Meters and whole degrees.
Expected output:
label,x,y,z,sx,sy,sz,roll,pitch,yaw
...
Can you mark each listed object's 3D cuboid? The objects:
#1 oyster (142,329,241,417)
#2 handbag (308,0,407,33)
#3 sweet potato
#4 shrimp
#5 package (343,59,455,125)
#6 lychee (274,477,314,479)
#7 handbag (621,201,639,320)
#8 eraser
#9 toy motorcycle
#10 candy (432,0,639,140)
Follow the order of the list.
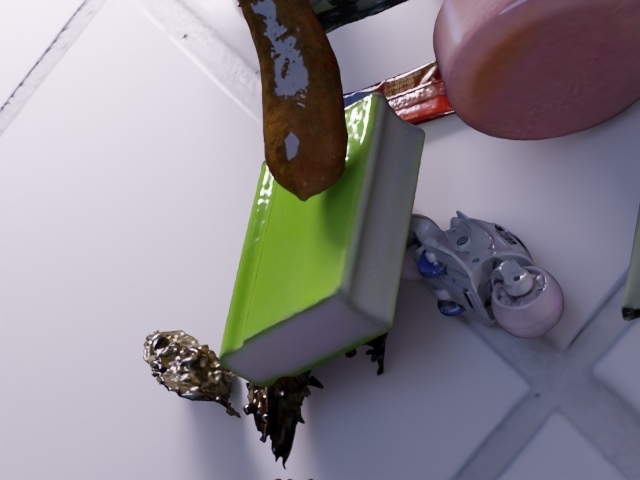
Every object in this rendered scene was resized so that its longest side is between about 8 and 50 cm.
label,x,y,z,sx,sy,sz,roll,pitch,yaw
oyster,-0.149,0.148,1.932,0.056,0.105,0.177,-66,24,10
handbag,0.140,-0.373,1.839,0.327,0.162,0.325,-6,29,31
sweet potato,-0.030,-0.180,1.766,0.097,0.097,0.291,-19,77,30
shrimp,0.006,0.104,1.856,0.178,0.075,0.289,-16,46,29
package,0.085,-0.157,1.946,0.200,0.022,0.083,-18,58,32
lychee,-0.018,0.359,1.615,0.276,0.304,0.275,-1,60,2
handbag,0.391,-0.008,1.573,0.241,0.109,0.315,-3,69,44
eraser,0.000,0.000,1.801,0.210,0.092,0.274,-29,38,39
toy motorcycle,0.162,0.025,1.753,0.254,0.112,0.112,26,86,48
candy,0.242,-0.205,1.696,0.255,0.255,0.094,-31,52,23
